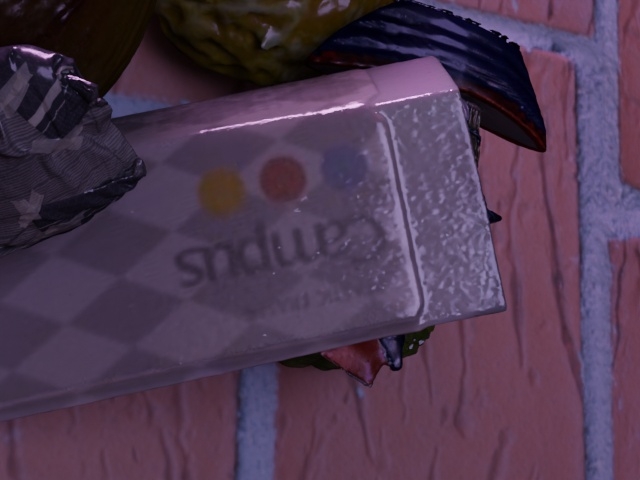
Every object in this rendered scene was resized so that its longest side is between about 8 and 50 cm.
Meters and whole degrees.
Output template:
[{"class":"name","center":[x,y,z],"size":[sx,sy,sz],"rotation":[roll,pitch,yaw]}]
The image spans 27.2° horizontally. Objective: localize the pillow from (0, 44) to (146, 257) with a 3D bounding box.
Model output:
[{"class":"pillow","center":[-0.288,-0.050,0.871],"size":[0.161,0.335,0.092],"rotation":[71,18,-47]}]

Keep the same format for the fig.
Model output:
[{"class":"fig","center":[-0.164,-0.213,0.960],"size":[0.321,0.217,0.217],"rotation":[-29,99,-3]}]

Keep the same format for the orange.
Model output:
[{"class":"orange","center":[-0.054,-0.309,1.093],"size":[0.271,0.210,0.368],"rotation":[-46,109,-32]}]

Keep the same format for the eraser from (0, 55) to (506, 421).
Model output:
[{"class":"eraser","center":[-0.079,-0.006,0.987],"size":[0.397,0.082,0.213],"rotation":[-11,87,-3]}]

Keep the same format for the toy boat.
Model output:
[{"class":"toy boat","center":[0.055,-0.059,1.079],"size":[0.219,0.072,0.318],"rotation":[43,72,-15]}]

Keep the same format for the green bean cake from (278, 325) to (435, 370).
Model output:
[{"class":"green bean cake","center":[0.000,0.000,1.125],"size":[0.200,0.113,0.214],"rotation":[7,77,-32]}]
